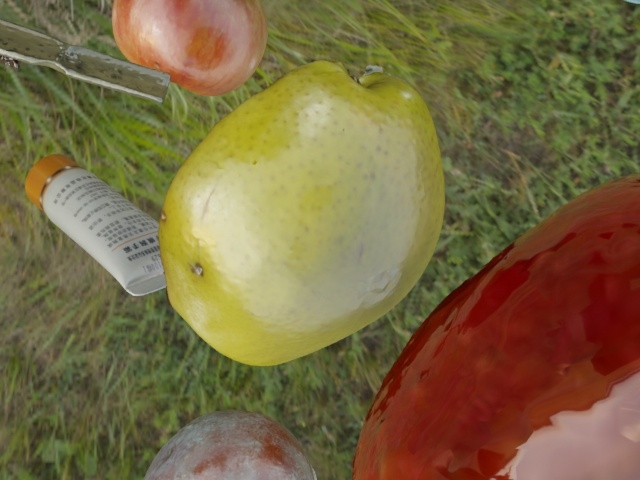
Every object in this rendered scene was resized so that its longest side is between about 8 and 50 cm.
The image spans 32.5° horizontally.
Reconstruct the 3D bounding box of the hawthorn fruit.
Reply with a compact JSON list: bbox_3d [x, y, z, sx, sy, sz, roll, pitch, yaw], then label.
[{"bbox_3d":[0.150,0.098,0.414,0.287,0.330,0.287,-1,86,20],"label":"hawthorn fruit"}]

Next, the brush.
[{"bbox_3d":[-0.268,-0.179,1.066,0.248,0.036,0.043,16,63,-6],"label":"brush"}]

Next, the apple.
[{"bbox_3d":[-0.173,-0.287,1.463,0.209,0.209,0.164,18,102,-18],"label":"apple"}]

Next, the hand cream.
[{"bbox_3d":[-0.290,-0.022,1.547,0.140,0.314,0.089,-19,130,-39],"label":"hand cream"}]

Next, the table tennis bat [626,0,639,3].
[{"bbox_3d":[0.318,-0.336,1.170,0.201,0.033,0.124,31,111,-5],"label":"table tennis bat"}]

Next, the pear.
[{"bbox_3d":[0.000,0.000,1.266,0.340,0.191,0.386,0,126,-42],"label":"pear"}]

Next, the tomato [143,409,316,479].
[{"bbox_3d":[-0.159,0.451,1.897,0.282,0.316,0.316,39,99,-15],"label":"tomato"}]
